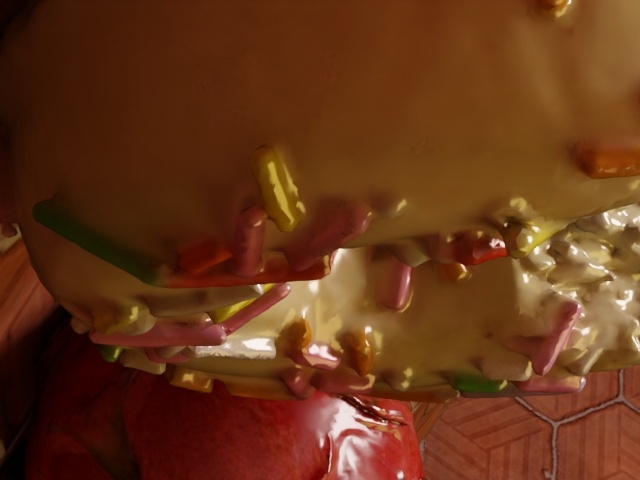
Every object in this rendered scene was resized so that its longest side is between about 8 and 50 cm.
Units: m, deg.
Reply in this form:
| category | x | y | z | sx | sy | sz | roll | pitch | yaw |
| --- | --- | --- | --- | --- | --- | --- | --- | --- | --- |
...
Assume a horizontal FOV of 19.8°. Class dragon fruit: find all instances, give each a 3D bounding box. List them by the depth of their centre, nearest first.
| category | x | y | z | sx | sy | sz | roll | pitch | yaw |
| --- | --- | --- | --- | --- | --- | --- | --- | --- | --- |
| dragon fruit | -0.053 | 0.127 | 1.026 | 0.241 | 0.241 | 0.252 | -7 | 95 | -76 |

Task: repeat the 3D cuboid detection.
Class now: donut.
| category | x | y | z | sx | sy | sz | roll | pitch | yaw |
| --- | --- | --- | --- | --- | --- | --- | --- | --- | --- |
| donut | 0.020 | -0.028 | 0.754 | 0.371 | 0.307 | 0.150 | 58 | 30 | -70 |

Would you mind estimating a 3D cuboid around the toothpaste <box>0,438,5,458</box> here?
| category | x | y | z | sx | sy | sz | roll | pitch | yaw |
| --- | --- | --- | --- | --- | --- | --- | --- | --- | --- |
| toothpaste | -0.240 | 0.172 | 0.917 | 0.218 | 0.033 | 0.052 | -46 | 162 | -27 |

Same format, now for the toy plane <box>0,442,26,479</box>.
| category | x | y | z | sx | sy | sz | roll | pitch | yaw |
| --- | --- | --- | --- | --- | --- | --- | --- | --- | --- |
| toy plane | -0.150 | 0.117 | 1.125 | 0.145 | 0.037 | 0.060 | -41 | 152 | -39 |
